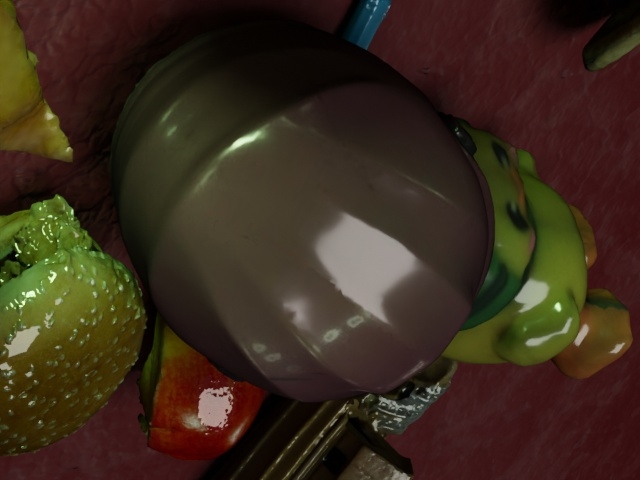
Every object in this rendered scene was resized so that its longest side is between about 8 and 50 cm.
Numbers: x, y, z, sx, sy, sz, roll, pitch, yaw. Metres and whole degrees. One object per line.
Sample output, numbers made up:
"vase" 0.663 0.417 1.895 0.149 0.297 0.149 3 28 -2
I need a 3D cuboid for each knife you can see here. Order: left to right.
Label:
"knife" -0.006 -0.098 1.311 0.044 0.026 0.296 -1 125 -50

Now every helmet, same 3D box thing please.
"helmet" 0.000 0.000 1.162 0.271 0.197 0.338 -42 109 5

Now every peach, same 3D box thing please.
"peach" -0.101 0.113 1.357 0.151 0.118 0.151 -43 153 -28

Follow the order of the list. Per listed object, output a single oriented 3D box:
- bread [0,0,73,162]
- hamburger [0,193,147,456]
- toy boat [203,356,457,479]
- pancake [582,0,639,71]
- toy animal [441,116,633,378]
"bread" -0.222 -0.211 0.759 0.315 0.248 0.279 2 127 -53
"hamburger" -0.221 0.082 1.192 0.189 0.122 0.215 -35 148 -17
"toy boat" -0.023 0.272 1.578 0.445 0.162 0.136 -50 149 9
"pancake" 0.329 -0.230 1.391 0.250 0.031 0.250 -37 -175 3
"toy animal" 0.135 0.015 1.438 0.191 0.216 0.338 -26 150 23
